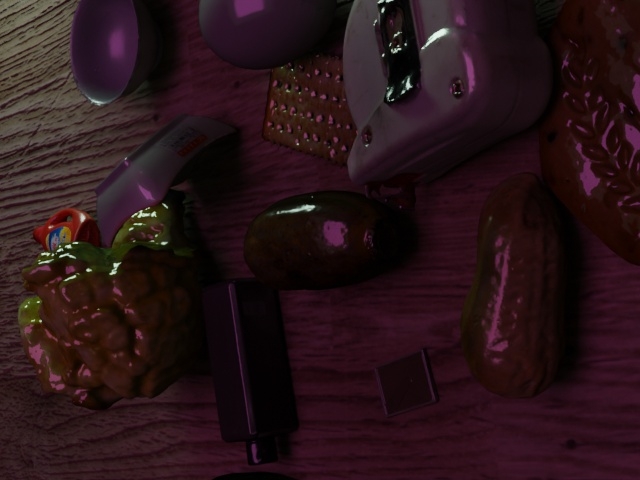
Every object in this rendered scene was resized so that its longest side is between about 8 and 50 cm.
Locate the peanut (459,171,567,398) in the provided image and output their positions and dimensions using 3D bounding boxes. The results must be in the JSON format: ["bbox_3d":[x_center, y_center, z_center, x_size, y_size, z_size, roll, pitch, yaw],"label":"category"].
[{"bbox_3d":[0.202,0.046,1.256,0.110,0.120,0.236,1,87,14],"label":"peanut"}]

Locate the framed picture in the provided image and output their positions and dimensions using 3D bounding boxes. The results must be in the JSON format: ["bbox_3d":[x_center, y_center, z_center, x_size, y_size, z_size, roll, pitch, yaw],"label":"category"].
[{"bbox_3d":[0.102,0.172,1.441,0.089,0.006,0.066,-28,71,45],"label":"framed picture"}]

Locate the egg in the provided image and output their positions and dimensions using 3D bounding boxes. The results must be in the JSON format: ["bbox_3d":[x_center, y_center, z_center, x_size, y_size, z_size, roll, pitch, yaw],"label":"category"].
[{"bbox_3d":[-0.067,-0.291,1.512,0.198,0.146,0.146,-6,86,40],"label":"egg"}]

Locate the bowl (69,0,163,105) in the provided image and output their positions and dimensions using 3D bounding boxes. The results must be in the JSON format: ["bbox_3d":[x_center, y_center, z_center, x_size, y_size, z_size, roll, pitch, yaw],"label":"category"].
[{"bbox_3d":[-0.293,-0.296,1.805,0.189,0.086,0.189,4,96,47],"label":"bowl"}]

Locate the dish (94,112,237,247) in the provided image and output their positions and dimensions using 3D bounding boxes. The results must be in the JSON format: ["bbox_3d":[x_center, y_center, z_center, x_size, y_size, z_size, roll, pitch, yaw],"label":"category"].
[{"bbox_3d":[-0.225,-0.097,1.640,0.077,0.212,0.151,47,132,-6],"label":"dish"}]

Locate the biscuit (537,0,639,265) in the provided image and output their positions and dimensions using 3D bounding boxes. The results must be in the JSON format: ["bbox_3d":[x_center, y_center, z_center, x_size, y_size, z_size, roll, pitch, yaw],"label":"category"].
[{"bbox_3d":[0.344,-0.145,1.143,0.359,0.046,0.359,0,90,49],"label":"biscuit"}]

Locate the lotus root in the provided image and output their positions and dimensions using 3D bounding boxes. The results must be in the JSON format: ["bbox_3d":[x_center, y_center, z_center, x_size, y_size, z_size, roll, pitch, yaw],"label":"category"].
[{"bbox_3d":[0.000,0.000,1.462,0.241,0.124,0.123,-13,90,48],"label":"lotus root"}]

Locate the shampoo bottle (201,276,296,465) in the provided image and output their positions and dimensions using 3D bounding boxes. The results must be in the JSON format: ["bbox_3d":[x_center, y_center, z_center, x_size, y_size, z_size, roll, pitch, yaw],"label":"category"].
[{"bbox_3d":[-0.094,0.175,1.603,0.079,0.080,0.246,-19,77,48],"label":"shampoo bottle"}]

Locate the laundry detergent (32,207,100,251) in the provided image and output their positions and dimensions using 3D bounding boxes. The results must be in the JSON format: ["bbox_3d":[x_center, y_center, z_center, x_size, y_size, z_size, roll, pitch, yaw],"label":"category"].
[{"bbox_3d":[-0.426,-0.008,1.985,0.165,0.049,0.097,12,93,48],"label":"laundry detergent"}]

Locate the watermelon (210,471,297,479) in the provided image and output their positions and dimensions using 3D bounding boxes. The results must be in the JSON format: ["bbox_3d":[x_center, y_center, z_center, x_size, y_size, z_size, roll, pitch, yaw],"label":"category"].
[{"bbox_3d":[-0.038,0.427,1.507,0.222,0.319,0.292,-18,82,11],"label":"watermelon"}]

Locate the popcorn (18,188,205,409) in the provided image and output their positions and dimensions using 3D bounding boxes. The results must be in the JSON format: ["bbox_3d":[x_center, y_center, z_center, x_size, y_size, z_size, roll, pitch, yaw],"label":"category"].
[{"bbox_3d":[-0.296,0.097,1.702,0.293,0.293,0.237,33,134,42],"label":"popcorn"}]

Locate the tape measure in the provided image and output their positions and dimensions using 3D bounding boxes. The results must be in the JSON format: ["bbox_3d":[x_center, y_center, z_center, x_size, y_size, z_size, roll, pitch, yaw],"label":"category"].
[{"bbox_3d":[0.121,-0.193,1.302,0.258,0.130,0.265,-29,67,57],"label":"tape measure"}]

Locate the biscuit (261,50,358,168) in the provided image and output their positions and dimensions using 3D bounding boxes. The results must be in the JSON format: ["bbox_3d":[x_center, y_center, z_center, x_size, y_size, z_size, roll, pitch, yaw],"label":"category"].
[{"bbox_3d":[0.006,-0.169,1.531,0.231,0.016,0.139,20,105,46],"label":"biscuit"}]
